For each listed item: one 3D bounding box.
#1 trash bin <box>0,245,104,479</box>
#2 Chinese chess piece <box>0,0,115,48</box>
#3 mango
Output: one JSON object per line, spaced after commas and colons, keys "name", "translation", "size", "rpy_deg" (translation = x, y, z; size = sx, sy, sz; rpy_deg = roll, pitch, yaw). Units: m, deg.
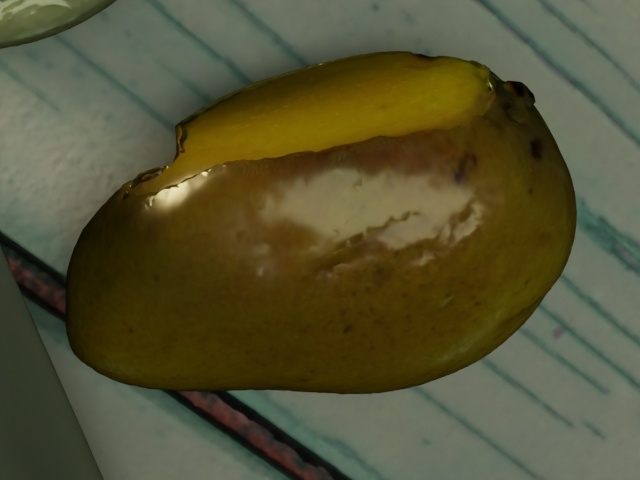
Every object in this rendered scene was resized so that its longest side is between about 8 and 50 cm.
{"name": "trash bin", "translation": [-0.214, 0.133, 0.611], "size": [0.256, 0.296, 0.367], "rpy_deg": [-20, 117, 5]}
{"name": "Chinese chess piece", "translation": [-0.157, -0.198, 0.627], "size": [0.238, 0.092, 0.237], "rpy_deg": [-4, 114, -10]}
{"name": "mango", "translation": [0.000, 0.000, 0.721], "size": [0.262, 0.130, 0.167], "rpy_deg": [-9, 111, -6]}
